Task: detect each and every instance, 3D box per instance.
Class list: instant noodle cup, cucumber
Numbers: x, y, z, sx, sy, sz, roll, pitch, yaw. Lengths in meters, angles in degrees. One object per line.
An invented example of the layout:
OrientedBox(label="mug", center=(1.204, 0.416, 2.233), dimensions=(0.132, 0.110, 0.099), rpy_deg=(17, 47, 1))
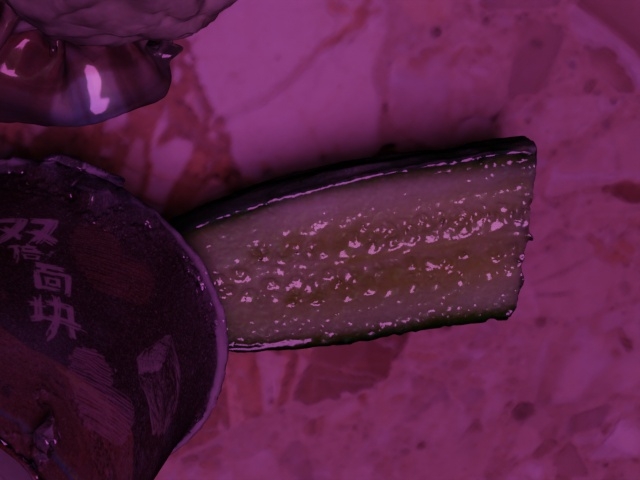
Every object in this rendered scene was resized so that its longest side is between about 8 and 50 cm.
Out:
OrientedBox(label="instant noodle cup", center=(-0.175, 0.094, 0.962), dimensions=(0.217, 0.207, 0.217), rpy_deg=(6, 120, 11))
OrientedBox(label="cucumber", center=(0.000, 0.000, 1.060), dimensions=(0.244, 0.063, 0.115), rpy_deg=(-8, 121, -5))

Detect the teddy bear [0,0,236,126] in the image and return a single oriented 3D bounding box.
OrientedBox(label="teddy bear", center=(-0.022, -0.190, 0.848), dimensions=(0.327, 0.375, 0.362), rpy_deg=(20, 92, -46))
